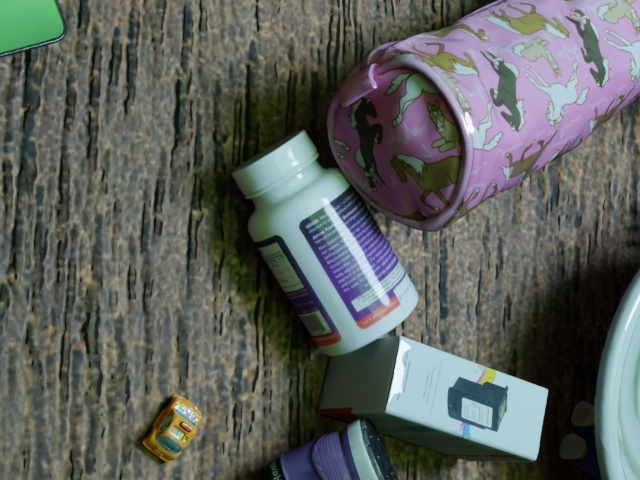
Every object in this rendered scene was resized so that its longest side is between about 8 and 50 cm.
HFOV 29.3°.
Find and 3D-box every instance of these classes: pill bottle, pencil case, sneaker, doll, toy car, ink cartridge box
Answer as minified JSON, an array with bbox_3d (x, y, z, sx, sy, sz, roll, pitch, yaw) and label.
[{"bbox_3d":[0.000,0.000,1.132,0.108,0.108,0.194,-36,101,-27],"label":"pill bottle"},{"bbox_3d":[0.175,-0.149,1.168,0.167,0.160,0.386,34,42,23],"label":"pencil case"},{"bbox_3d":[0.036,0.300,1.136,0.124,0.107,0.283,-21,110,6],"label":"sneaker"},{"bbox_3d":[0.350,0.236,1.323,0.189,0.046,0.129,29,75,-22],"label":"doll"},{"bbox_3d":[-0.106,0.197,1.087,0.060,0.040,0.122,-39,101,-27],"label":"toy car"},{"bbox_3d":[0.106,0.153,1.158,0.175,0.127,0.072,21,72,-25],"label":"ink cartridge box"}]

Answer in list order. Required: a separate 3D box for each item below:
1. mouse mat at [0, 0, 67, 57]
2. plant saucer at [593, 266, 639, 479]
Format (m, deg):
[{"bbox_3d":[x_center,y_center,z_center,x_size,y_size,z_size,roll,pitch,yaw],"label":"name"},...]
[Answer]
[{"bbox_3d":[-0.316,-0.245,1.053,0.152,0.007,0.190,-21,93,-29],"label":"mouse mat"},{"bbox_3d":[0.417,0.157,1.272,0.400,0.100,0.401,-2,94,-29],"label":"plant saucer"}]
